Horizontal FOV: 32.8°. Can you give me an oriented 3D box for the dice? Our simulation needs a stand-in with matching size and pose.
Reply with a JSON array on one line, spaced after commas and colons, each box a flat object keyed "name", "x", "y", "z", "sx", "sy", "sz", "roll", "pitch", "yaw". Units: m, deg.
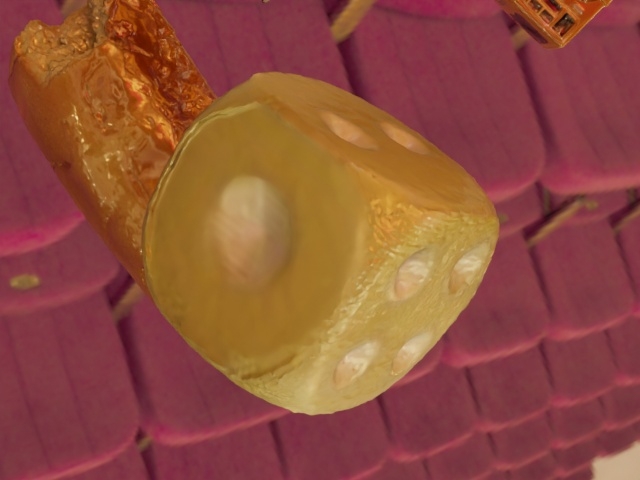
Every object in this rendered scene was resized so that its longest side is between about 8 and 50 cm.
[{"name": "dice", "x": 0.000, "y": 0.000, "z": 0.716, "sx": 0.169, "sy": 0.169, "sz": 0.166, "roll": 0, "pitch": 127, "yaw": -57}]

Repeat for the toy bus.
[{"name": "toy bus", "x": 0.169, "y": -0.263, "z": 0.979, "sx": 0.088, "sy": 0.194, "sz": 0.083, "roll": -47, "pitch": -172, "yaw": 5}]

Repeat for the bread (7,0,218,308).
[{"name": "bread", "x": -0.179, "y": -0.081, "z": 1.093, "sx": 0.149, "sy": 0.344, "sz": 0.195, "roll": -36, "pitch": -179, "yaw": -41}]

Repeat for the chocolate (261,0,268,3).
[{"name": "chocolate", "x": -0.057, "y": -0.284, "z": 1.052, "sx": 0.031, "sy": 0.101, "sz": 0.064, "roll": -14, "pitch": 154, "yaw": -20}]
